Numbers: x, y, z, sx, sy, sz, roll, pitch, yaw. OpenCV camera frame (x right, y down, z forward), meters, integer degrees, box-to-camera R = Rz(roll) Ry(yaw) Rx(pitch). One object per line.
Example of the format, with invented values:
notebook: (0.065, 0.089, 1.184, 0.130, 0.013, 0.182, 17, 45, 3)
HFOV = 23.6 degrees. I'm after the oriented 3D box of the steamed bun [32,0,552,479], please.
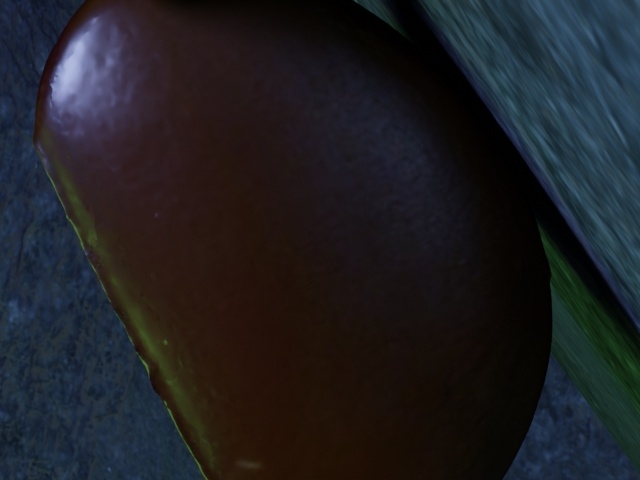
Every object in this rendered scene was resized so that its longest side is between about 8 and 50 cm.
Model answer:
steamed bun: (0.000, 0.000, 0.933, 0.379, 0.248, 0.235, 64, 179, -7)
